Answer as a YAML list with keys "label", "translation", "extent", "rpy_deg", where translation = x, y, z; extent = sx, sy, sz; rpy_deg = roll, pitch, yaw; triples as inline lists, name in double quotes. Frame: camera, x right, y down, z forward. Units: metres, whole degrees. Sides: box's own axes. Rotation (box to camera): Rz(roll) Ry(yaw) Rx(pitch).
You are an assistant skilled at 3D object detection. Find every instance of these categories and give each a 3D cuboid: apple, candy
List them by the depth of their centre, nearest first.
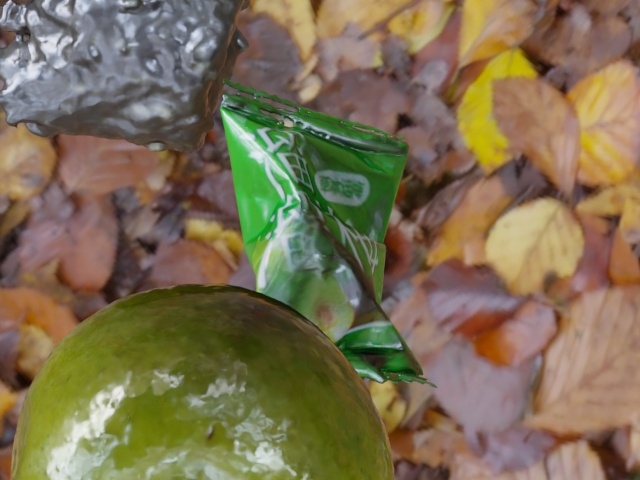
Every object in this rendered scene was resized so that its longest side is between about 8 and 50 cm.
- label: "apple"
  translation: [-0.059, 0.116, 0.661]
  extent: [0.197, 0.157, 0.196]
  rpy_deg: [-4, 109, -10]
- label: "candy"
  translation: [-0.004, 0.001, 0.859]
  extent: [0.078, 0.141, 0.203]
  rpy_deg: [-25, 58, 40]

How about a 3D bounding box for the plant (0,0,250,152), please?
- label: "plant"
  translation: [-0.167, -0.173, 1.001]
  extent: [0.234, 0.178, 0.204]
  rpy_deg: [18, 124, -7]
